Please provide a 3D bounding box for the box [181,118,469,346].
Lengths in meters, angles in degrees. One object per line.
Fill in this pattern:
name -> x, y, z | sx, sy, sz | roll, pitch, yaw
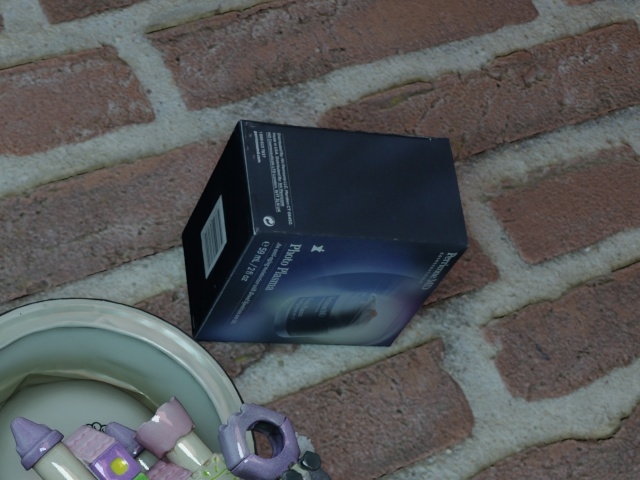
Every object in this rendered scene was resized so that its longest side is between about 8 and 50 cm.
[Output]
box -> 0.000, 0.000, 2.183 | 0.294, 0.296, 0.183 | 2, 59, -20

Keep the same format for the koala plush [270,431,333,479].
koala plush -> -0.030, 0.359, 2.028 | 0.203, 0.196, 0.221 | -3, 65, -12

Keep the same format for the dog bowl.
dog bowl -> -0.289, 0.281, 1.992 | 0.408, 0.150, 0.408 | 9, 57, -15

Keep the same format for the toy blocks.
toy blocks -> -0.222, 0.265, 1.746 | 0.260, 0.309, 0.288 | 47, 55, 2
